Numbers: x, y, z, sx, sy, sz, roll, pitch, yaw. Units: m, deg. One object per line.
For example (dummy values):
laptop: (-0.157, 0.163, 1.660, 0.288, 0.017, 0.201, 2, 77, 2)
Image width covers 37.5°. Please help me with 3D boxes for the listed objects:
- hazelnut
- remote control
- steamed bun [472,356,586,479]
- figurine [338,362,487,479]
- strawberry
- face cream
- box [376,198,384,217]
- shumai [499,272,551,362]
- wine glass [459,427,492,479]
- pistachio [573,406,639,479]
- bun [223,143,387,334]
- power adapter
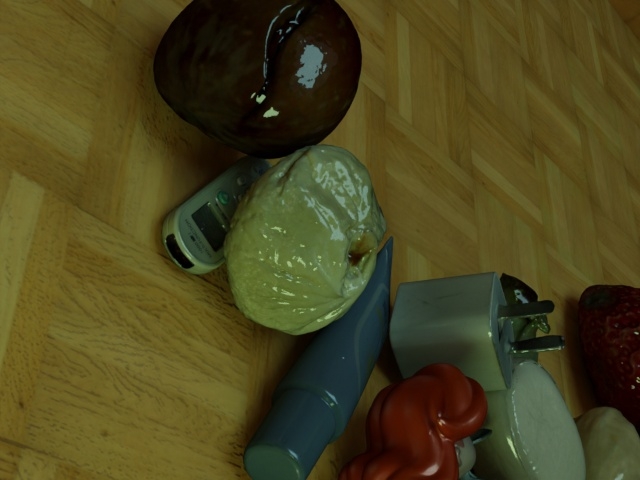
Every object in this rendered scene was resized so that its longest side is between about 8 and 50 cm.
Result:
hazelnut: (-0.069, -0.183, 1.062, 0.218, 0.234, 0.218, -14, 109, -48)
remote control: (-0.108, -0.032, 1.064, 0.078, 0.042, 0.221, 58, 35, -11)
steamed bun: (0.268, 0.277, 1.295, 0.177, 0.131, 0.228, -34, 100, -51)
figurine: (0.120, 0.283, 1.048, 0.181, 0.208, 0.257, 96, -28, -86)
strawberry: (0.616, 0.210, 1.688, 0.292, 0.292, 0.310, 3, 73, -53)
face cream: (0.022, 0.140, 1.088, 0.385, 0.086, 0.135, -51, 147, -54)
box: (0.019, -0.048, 1.228, 0.122, 0.062, 0.089, -6, 74, -56)
shumai: (0.288, 0.141, 1.402, 0.184, 0.142, 0.184, 30, 45, -36)
wine glass: (0.203, 0.361, 1.181, 0.103, 0.103, 0.231, -13, 83, -56)
pistachio: (0.416, 0.356, 1.441, 0.157, 0.157, 0.229, 56, 40, -13)
bun: (0.000, 0.000, 1.035, 0.220, 0.134, 0.220, -38, 140, -40)
power adapter: (0.208, 0.119, 1.221, 0.125, 0.205, 0.130, -71, 148, -51)
